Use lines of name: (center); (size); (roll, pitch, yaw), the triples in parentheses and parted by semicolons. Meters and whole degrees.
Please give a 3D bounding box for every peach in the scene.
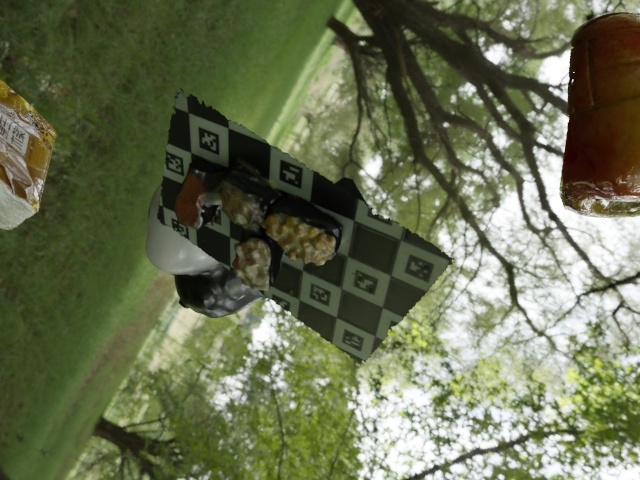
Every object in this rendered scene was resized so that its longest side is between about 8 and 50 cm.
peach: (0.430, -0.172, 0.761); (0.248, 0.245, 0.275); (81, 6, -85)

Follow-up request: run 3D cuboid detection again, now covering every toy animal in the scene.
toy animal: (-0.183, -0.005, 0.913); (0.165, 0.235, 0.187); (-1, -137, 28)

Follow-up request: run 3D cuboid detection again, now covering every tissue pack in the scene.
tissue pack: (-0.521, -0.150, 0.883); (0.091, 0.183, 0.226); (-30, -135, 12)

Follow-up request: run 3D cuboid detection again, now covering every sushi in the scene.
sushi: (-0.047, 0.005, 0.515); (0.043, 0.279, 0.193); (-49, 172, -43)

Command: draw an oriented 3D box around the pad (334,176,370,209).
pad: (0.000, 0.000, 0.744); (0.157, 0.112, 0.003); (-31, 173, 13)
